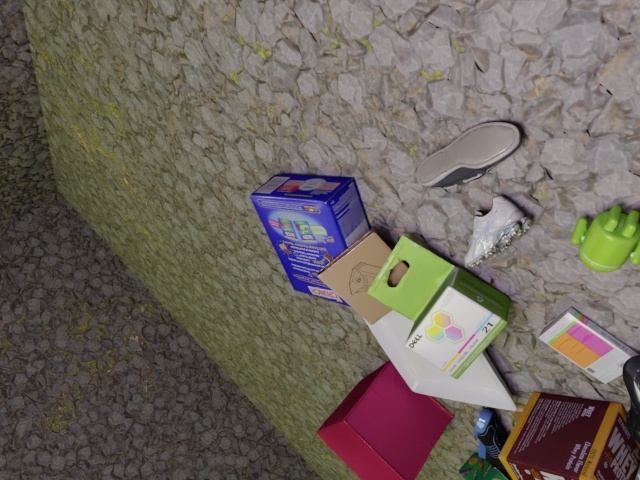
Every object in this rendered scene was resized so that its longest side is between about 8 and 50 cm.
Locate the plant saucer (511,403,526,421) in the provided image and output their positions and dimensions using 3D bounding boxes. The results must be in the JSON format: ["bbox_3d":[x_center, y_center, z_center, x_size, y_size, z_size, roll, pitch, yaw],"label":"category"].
[{"bbox_3d":[0.502,0.433,1.192,0.083,0.015,0.083,31,144,25],"label":"plant saucer"}]

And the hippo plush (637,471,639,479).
[{"bbox_3d":[0.712,0.637,0.951,0.294,0.234,0.236,17,152,13],"label":"hippo plush"}]

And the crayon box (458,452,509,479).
[{"bbox_3d":[0.539,0.745,1.376,0.278,0.081,0.165,44,171,6],"label":"crayon box"}]

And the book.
[{"bbox_3d":[0.503,0.198,0.917,0.144,0.035,0.096,38,144,14],"label":"book"}]

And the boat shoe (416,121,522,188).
[{"bbox_3d":[0.259,-0.139,0.835,0.065,0.075,0.206,14,158,-33],"label":"boat shoe"}]

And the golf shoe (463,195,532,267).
[{"bbox_3d":[0.311,-0.016,0.904,0.086,0.069,0.176,60,150,20],"label":"golf shoe"}]

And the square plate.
[{"bbox_3d":[0.284,0.271,1.245,0.347,0.049,0.344,-12,116,55],"label":"square plate"}]

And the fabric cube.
[{"bbox_3d":[0.190,0.560,1.482,0.254,0.259,0.258,43,146,9],"label":"fabric cube"}]

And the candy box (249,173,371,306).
[{"bbox_3d":[0.000,0.000,1.223,0.268,0.122,0.317,10,131,43],"label":"candy box"}]

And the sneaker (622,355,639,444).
[{"bbox_3d":[0.592,0.323,0.875,0.283,0.107,0.124,51,154,-11],"label":"sneaker"}]

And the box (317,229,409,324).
[{"bbox_3d":[0.118,0.090,1.123,0.201,0.164,0.021,44,-165,-26],"label":"box"}]

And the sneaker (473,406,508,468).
[{"bbox_3d":[0.464,0.523,1.283,0.090,0.081,0.232,16,143,37],"label":"sneaker"}]

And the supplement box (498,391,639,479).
[{"bbox_3d":[0.518,0.439,1.009,0.194,0.191,0.129,-14,114,54],"label":"supplement box"}]

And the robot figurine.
[{"bbox_3d":[0.439,0.002,0.744,0.101,0.067,0.115,20,141,19],"label":"robot figurine"}]

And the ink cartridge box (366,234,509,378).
[{"bbox_3d":[0.230,0.140,1.028,0.255,0.097,0.189,31,123,7],"label":"ink cartridge box"}]
